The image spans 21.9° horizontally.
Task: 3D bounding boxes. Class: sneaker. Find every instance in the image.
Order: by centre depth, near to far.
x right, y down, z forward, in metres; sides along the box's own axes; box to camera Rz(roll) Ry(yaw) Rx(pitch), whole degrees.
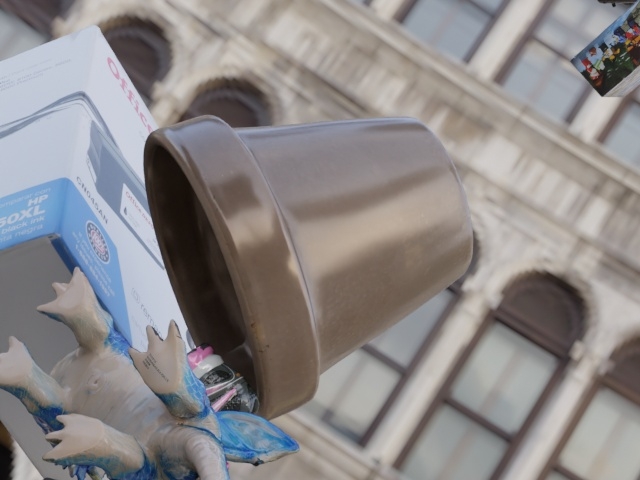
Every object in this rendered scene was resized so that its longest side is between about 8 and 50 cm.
[{"bbox_3d":[-0.113,0.173,1.299,0.077,0.178,0.072,33,4,9],"label":"sneaker"}]

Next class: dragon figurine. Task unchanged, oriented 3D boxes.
[{"bbox_3d":[-0.072,0.102,0.804,0.289,0.085,0.144,24,-19,50],"label":"dragon figurine"}]

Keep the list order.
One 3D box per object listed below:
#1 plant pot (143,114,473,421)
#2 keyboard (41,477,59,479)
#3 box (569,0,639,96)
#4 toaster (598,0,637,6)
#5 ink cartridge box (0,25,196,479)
[{"bbox_3d":[0.000,0.000,1.412,0.263,0.229,0.263,162,-90,-74],"label":"plant pot"},{"bbox_3d":[-0.200,0.357,1.393,0.201,0.317,0.033,17,-37,-1],"label":"keyboard"},{"bbox_3d":[0.306,-0.193,1.462,0.044,0.159,0.233,50,15,6],"label":"box"},{"bbox_3d":[0.417,-0.341,1.896,0.185,0.168,0.110,16,-51,63],"label":"toaster"},{"bbox_3d":[-0.250,0.007,1.695,0.166,0.395,0.285,-20,-56,13],"label":"ink cartridge box"}]
